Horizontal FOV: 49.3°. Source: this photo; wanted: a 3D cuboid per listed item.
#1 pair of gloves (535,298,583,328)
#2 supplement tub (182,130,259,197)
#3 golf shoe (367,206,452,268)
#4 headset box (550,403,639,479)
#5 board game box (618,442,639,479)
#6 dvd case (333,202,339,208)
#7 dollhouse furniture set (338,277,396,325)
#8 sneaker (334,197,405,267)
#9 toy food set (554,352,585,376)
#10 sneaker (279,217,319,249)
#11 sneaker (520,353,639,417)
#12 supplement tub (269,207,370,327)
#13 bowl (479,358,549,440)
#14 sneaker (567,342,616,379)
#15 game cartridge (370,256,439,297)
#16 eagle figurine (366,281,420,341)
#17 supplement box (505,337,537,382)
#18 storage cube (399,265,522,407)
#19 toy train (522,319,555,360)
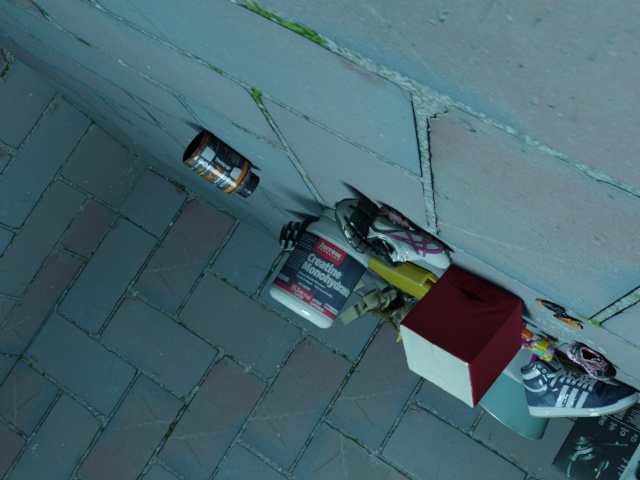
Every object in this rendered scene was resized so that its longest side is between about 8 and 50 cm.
[{"bbox_3d":[0.460,0.140,1.340,0.083,0.010,0.074,38,174,-25],"label":"pair of gloves"},{"bbox_3d":[-0.256,-0.193,1.833,0.198,0.106,0.106,34,174,-26],"label":"supplement tub"},{"bbox_3d":[0.176,0.013,1.393,0.186,0.086,0.067,32,173,-12],"label":"golf shoe"},{"bbox_3d":[0.790,0.569,1.842,0.131,0.283,0.246,36,172,-33],"label":"headset box"},{"bbox_3d":[0.809,0.494,1.423,0.303,0.224,0.097,25,168,49],"label":"board game box"},{"bbox_3d":[0.081,-0.060,1.626,0.087,0.013,0.119,33,173,-10],"label":"dvd case"},{"bbox_3d":[0.134,0.109,2.508,0.303,0.198,0.286,62,154,9],"label":"dollhouse furniture set"},{"bbox_3d":[0.092,-0.016,1.495,0.106,0.101,0.267,26,171,40],"label":"sneaker"},{"bbox_3d":[0.653,0.338,1.879,0.132,0.038,0.192,22,158,34],"label":"toy food set"},{"bbox_3d":[0.000,0.000,2.158,0.146,0.122,0.330,15,180,-24],"label":"sneaker"},{"bbox_3d":[0.629,0.351,1.731,0.282,0.153,0.099,-18,178,42],"label":"sneaker"},{"bbox_3d":[0.010,0.072,1.816,0.191,0.272,0.191,31,174,4],"label":"supplement tub"},{"bbox_3d":[0.580,0.423,2.073,0.312,0.163,0.311,34,-167,-9],"label":"bowl"},{"bbox_3d":[0.598,0.265,1.517,0.119,0.047,0.057,31,163,-3],"label":"sneaker"},{"bbox_3d":[0.252,0.108,1.993,0.324,0.052,0.285,29,174,46],"label":"game cartridge"},{"bbox_3d":[0.310,0.239,2.298,0.298,0.225,0.226,3,-126,-28],"label":"eagle figurine"},{"bbox_3d":[0.494,0.289,1.891,0.114,0.111,0.220,27,172,43],"label":"supplement box"},{"bbox_3d":[0.308,0.207,1.522,0.184,0.193,0.215,29,152,35],"label":"storage cube"},{"bbox_3d":[0.516,0.237,1.695,0.125,0.046,0.166,30,171,27],"label":"toy train"}]
